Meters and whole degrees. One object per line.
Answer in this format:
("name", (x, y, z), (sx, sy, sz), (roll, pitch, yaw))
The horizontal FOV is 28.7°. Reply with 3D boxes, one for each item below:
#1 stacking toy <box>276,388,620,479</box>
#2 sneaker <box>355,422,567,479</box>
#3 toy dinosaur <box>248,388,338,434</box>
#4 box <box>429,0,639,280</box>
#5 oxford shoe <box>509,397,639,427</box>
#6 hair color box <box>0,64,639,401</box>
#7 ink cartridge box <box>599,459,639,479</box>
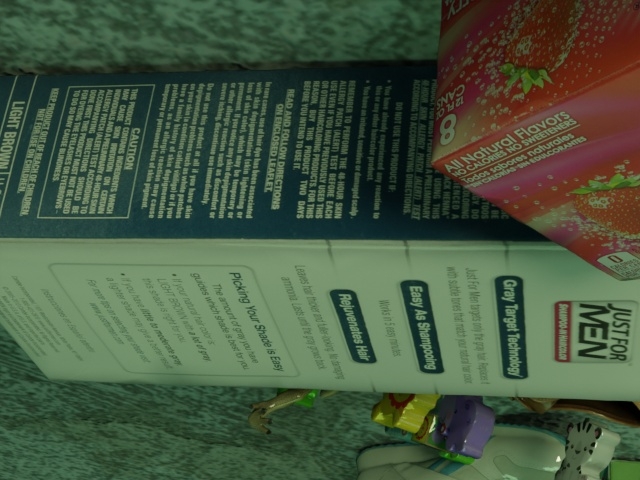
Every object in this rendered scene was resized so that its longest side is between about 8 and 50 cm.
("stacking toy", (0.082, 0.122, 0.891), (0.167, 0.052, 0.221), (23, 169, -23))
("sneaker", (0.123, 0.210, 1.029), (0.229, 0.092, 0.087), (-22, 139, 40))
("toy dinosaur", (-0.014, 0.079, 0.782), (0.093, 0.053, 0.183), (-23, -169, -41))
("box", (0.169, -0.095, 0.419), (0.123, 0.128, 0.257), (27, 146, -33))
("oxford shoe", (0.121, 0.065, 0.780), (0.212, 0.076, 0.076), (17, 153, -11))
("hair color box", (0.000, 0.000, 0.653), (0.347, 0.105, 0.174), (1, 151, 11))
("ink cartridge box", (0.292, 0.236, 1.070), (0.209, 0.062, 0.109), (3, 151, 8))
